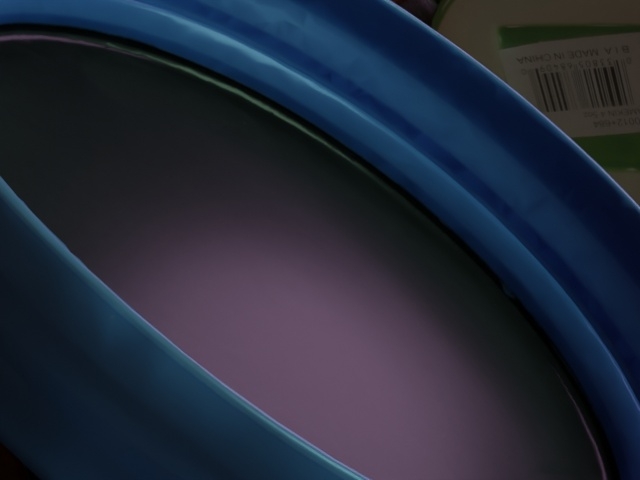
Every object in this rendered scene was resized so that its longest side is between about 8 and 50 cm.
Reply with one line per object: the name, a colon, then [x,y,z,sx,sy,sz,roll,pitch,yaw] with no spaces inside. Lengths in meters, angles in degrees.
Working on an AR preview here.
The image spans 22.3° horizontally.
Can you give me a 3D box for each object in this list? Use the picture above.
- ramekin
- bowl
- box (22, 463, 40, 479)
ramekin: [0.229,-0.145,1.292,0.303,0.303,0.148,55,39,-17]
bowl: [0.000,0.000,0.619,0.391,0.077,0.391,29,25,-15]
box: [-0.015,0.100,0.815,0.168,0.203,0.167,-12,79,-58]
